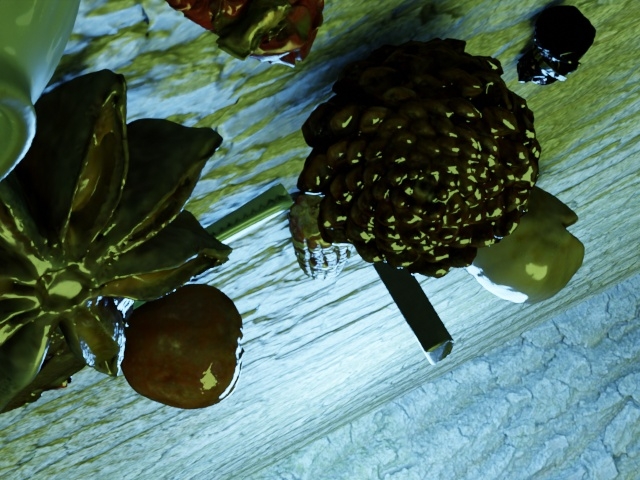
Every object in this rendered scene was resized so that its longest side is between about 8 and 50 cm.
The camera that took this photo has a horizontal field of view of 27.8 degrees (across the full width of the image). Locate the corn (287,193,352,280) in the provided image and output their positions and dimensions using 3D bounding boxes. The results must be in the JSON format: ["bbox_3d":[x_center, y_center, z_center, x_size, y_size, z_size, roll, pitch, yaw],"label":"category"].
[{"bbox_3d":[0.000,0.000,1.501,0.079,0.079,0.237,-27,167,-9],"label":"corn"}]

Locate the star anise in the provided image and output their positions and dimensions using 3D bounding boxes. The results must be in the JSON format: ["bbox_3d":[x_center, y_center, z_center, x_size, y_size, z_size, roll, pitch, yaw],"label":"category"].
[{"bbox_3d":[-0.218,0.004,0.981,0.331,0.117,0.332,-23,135,-25],"label":"star anise"}]

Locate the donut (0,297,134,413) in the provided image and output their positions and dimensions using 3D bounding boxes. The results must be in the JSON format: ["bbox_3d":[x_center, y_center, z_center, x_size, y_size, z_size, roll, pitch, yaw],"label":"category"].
[{"bbox_3d":[-0.300,0.085,1.191,0.269,0.103,0.270,-25,163,-8],"label":"donut"}]

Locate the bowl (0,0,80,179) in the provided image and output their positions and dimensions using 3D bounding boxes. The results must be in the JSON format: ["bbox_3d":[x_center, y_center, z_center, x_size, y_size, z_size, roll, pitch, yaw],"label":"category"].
[{"bbox_3d":[-0.237,-0.094,0.626,0.337,0.157,0.337,-26,164,-8],"label":"bowl"}]

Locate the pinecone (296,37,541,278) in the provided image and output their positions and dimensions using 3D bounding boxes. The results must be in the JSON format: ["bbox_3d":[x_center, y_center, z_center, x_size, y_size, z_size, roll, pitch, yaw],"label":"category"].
[{"bbox_3d":[0.097,-0.084,1.180,0.221,0.221,0.221,-27,164,-8],"label":"pinecone"}]

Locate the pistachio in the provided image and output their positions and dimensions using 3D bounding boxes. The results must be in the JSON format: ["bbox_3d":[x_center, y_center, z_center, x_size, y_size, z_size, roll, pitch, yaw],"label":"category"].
[{"bbox_3d":[0.272,0.009,1.838,0.197,0.166,0.288,-6,168,3],"label":"pistachio"}]

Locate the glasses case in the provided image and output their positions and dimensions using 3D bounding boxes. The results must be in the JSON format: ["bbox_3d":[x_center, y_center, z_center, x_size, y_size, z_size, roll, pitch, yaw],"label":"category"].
[{"bbox_3d":[0.109,0.068,1.674,0.042,0.191,0.072,-28,161,-6],"label":"glasses case"}]

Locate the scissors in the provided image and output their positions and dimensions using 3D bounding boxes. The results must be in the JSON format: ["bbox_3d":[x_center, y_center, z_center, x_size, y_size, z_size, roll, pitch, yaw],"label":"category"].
[{"bbox_3d":[-0.143,0.014,1.368,0.256,0.030,0.125,-29,166,9],"label":"scissors"}]

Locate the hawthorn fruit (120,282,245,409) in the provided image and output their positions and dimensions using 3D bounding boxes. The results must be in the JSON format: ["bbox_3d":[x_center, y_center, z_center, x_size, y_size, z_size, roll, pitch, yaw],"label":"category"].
[{"bbox_3d":[-0.169,0.134,1.481,0.189,0.149,0.149,-28,164,-21],"label":"hawthorn fruit"}]

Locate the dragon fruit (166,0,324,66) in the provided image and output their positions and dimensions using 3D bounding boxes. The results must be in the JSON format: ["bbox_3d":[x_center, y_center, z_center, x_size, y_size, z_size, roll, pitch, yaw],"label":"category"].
[{"bbox_3d":[-0.034,-0.174,0.847,0.083,0.106,0.162,-40,158,29],"label":"dragon fruit"}]

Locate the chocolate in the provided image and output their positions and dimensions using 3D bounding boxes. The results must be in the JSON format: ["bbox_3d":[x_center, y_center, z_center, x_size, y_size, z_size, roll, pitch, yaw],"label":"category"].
[{"bbox_3d":[0.244,-0.191,1.351,0.072,0.070,0.147,-1,163,4],"label":"chocolate"}]
